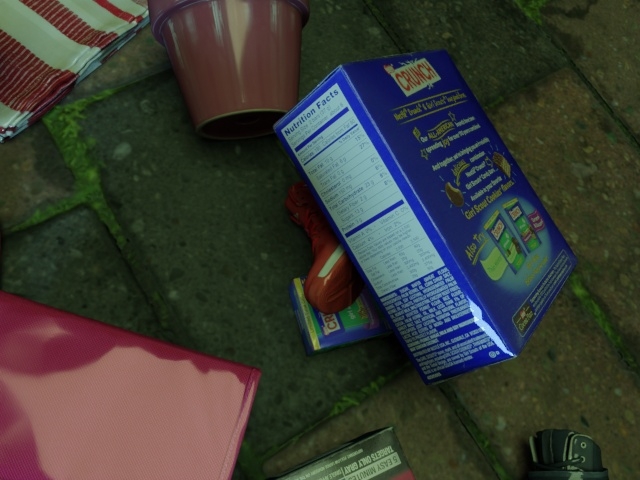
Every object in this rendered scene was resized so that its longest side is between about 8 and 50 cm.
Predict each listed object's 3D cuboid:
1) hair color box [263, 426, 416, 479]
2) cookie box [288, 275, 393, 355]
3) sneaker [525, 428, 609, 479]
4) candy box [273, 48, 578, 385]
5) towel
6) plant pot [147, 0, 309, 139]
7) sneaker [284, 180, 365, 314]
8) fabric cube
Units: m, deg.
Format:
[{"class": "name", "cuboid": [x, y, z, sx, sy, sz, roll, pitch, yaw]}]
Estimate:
[{"class": "hair color box", "cuboid": [0.057, 0.382, 0.615, 0.173, 0.105, 0.348, -19, 74, -19]}, {"class": "cookie box", "cuboid": [0.026, 0.082, 0.762, 0.107, 0.040, 0.092, -12, 70, -17]}, {"class": "sneaker", "cuboid": [0.234, 0.290, 0.681, 0.226, 0.086, 0.164, 7, 73, -33]}, {"class": "candy box", "cuboid": [0.131, -0.046, 0.710, 0.268, 0.122, 0.317, -29, 88, -52]}, {"class": "towel", "cuboid": [-0.382, -0.305, 0.829, 0.237, 0.037, 0.329, 35, 65, 4]}, {"class": "plant pot", "cuboid": [-0.105, -0.229, 0.787, 0.201, 0.201, 0.180, -7, 86, -16]}, {"class": "sneaker", "cuboid": [0.000, 0.000, 0.749, 0.128, 0.087, 0.221, 14, 32, 19]}, {"class": "fabric cube", "cuboid": [-0.217, 0.212, 0.540, 0.258, 0.254, 0.259, 18, 66, -3]}]
